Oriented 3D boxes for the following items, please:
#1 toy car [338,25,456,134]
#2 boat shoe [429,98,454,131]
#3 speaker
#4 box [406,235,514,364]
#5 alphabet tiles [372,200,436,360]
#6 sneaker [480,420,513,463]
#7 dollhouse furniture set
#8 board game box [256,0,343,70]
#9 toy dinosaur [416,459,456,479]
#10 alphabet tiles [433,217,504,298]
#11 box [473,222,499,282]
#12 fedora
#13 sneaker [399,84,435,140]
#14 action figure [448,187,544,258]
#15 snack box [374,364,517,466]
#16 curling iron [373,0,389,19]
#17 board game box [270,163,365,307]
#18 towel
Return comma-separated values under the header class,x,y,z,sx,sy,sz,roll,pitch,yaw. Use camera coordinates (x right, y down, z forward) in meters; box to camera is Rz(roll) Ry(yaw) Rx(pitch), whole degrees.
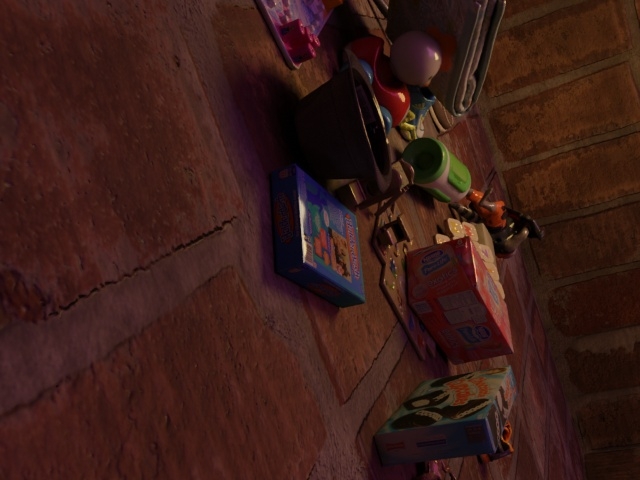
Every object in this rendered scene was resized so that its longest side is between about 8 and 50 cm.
class,x,y,z,sx,sy,sz,roll,pitch,yaw
toy car,0.185,-0.362,1.378,0.210,0.237,0.219,63,26,-25
boat shoe,0.392,-0.525,2.121,0.325,0.096,0.116,70,23,-9
speaker,0.312,-0.180,1.691,0.296,0.131,0.131,18,60,-63
box,0.319,0.142,1.439,0.300,0.154,0.142,50,33,-42
alphabet tiles,0.192,0.083,1.401,0.343,0.011,0.285,60,27,-30
sneaker,0.446,0.473,1.632,0.084,0.083,0.215,58,26,-29
dollhouse furniture set,0.133,-0.059,1.220,0.161,0.101,0.182,65,24,-5
board game box,-0.075,-0.558,1.158,0.390,0.050,0.390,61,26,-28
toy dinosaur,0.217,0.415,1.192,0.093,0.053,0.183,66,25,-15
alphabet tiles,0.422,0.075,1.778,0.277,0.021,0.284,11,59,-42
box,0.484,0.095,1.940,0.113,0.094,0.275,46,36,-47
fedora,0.032,-0.184,1.065,0.275,0.124,0.244,-36,111,-74
sneaker,0.254,-0.336,1.656,0.240,0.126,0.091,27,52,-59
action figure,0.542,-0.066,2.110,0.330,0.178,0.341,50,-11,-26
snack box,0.236,0.304,1.135,0.322,0.187,0.060,-10,85,-67
curling iron,0.184,-0.616,1.775,0.274,0.068,0.035,46,37,-38
board game box,0.000,0.000,0.975,0.210,0.047,0.160,36,44,-55
towel,0.269,-0.505,1.437,0.321,0.090,0.374,61,-14,25
